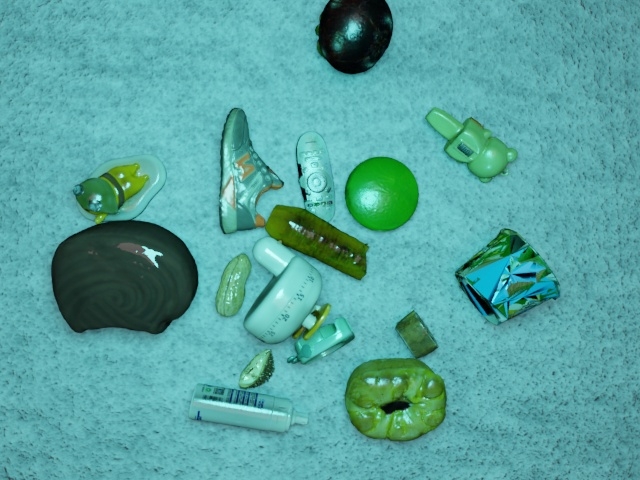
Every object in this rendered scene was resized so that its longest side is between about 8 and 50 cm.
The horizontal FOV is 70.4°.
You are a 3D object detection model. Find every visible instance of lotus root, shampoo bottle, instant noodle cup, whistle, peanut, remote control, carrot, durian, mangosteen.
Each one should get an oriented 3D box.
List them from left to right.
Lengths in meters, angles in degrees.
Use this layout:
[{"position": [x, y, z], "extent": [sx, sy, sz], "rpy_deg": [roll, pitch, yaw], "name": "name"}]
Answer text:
[{"position": [-0.229, 0.118, 1.211], "extent": [0.080, 0.080, 0.174], "rpy_deg": [17, 82, -5], "name": "peanut"}, {"position": [-0.184, 0.446, 1.194], "extent": [0.304, 0.092, 0.092], "rpy_deg": [12, 87, -6], "name": "shampoo bottle"}, {"position": [-0.166, 0.357, 1.233], "extent": [0.066, 0.052, 0.130], "rpy_deg": [36, 80, 35], "name": "durian"}, {"position": [-0.014, -0.174, 1.258], "extent": [0.098, 0.045, 0.256], "rpy_deg": [-6, 92, -4], "name": "remote control"}, {"position": [0.000, 0.000, 1.216], "extent": [0.302, 0.114, 0.114], "rpy_deg": [26, 86, -7], "name": "carrot"}, {"position": [0.084, -0.565, 1.209], "extent": [0.216, 0.216, 0.216], "rpy_deg": [0, 88, -6], "name": "mangosteen"}, {"position": [0.261, 0.256, 1.234], "extent": [0.081, 0.112, 0.122], "rpy_deg": [-34, 93, 2], "name": "lotus root"}, {"position": [0.417, -0.272, 1.270], "extent": [0.288, 0.131, 0.106], "rpy_deg": [38, 46, -4], "name": "whistle"}, {"position": [0.488, 0.108, 1.218], "extent": [0.178, 0.240, 0.240], "rpy_deg": [-35, 92, 1], "name": "instant noodle cup"}]

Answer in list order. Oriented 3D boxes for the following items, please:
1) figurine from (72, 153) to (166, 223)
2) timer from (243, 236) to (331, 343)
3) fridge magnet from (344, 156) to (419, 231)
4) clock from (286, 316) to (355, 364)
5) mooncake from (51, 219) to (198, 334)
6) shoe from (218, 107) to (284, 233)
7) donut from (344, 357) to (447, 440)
[{"position": [-0.526, -0.144, 1.157], "extent": [0.250, 0.141, 0.166], "rpy_deg": [-41, 91, -6], "name": "figurine"}, {"position": [-0.111, 0.133, 1.142], "extent": [0.240, 0.233, 0.233], "rpy_deg": [38, 85, -7], "name": "timer"}, {"position": [0.168, -0.128, 1.252], "extent": [0.208, 0.088, 0.207], "rpy_deg": [0, 89, -7], "name": "fridge magnet"}, {"position": [-0.002, 0.272, 1.193], "extent": [0.189, 0.148, 0.060], "rpy_deg": [-28, 72, -3], "name": "clock"}, {"position": [-0.488, 0.104, 1.117], "extent": [0.326, 0.174, 0.333], "rpy_deg": [37, 97, -14], "name": "mooncake"}, {"position": [-0.180, -0.182, 1.205], "extent": [0.171, 0.132, 0.336], "rpy_deg": [2, 90, -11], "name": "shoe"}, {"position": [0.194, 0.417, 1.198], "extent": [0.262, 0.128, 0.208], "rpy_deg": [4, 105, -1], "name": "donut"}]
